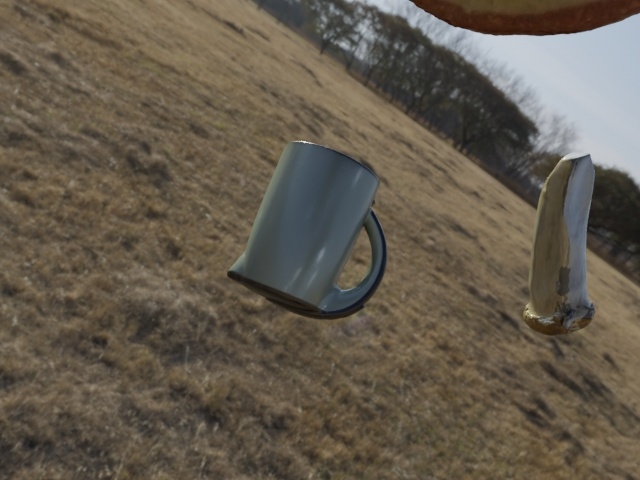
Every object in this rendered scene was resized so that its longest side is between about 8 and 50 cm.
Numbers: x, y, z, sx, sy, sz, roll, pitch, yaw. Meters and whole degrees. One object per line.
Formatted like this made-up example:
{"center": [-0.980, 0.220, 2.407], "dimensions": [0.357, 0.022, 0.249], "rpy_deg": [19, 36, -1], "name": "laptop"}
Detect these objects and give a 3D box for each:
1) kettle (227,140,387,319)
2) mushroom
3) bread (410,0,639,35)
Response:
{"center": [0.000, 0.000, 0.971], "dimensions": [0.221, 0.236, 0.161], "rpy_deg": [23, -10, -2], "name": "kettle"}
{"center": [0.260, 0.007, 0.684], "dimensions": [0.084, 0.209, 0.071], "rpy_deg": [-17, 24, -28], "name": "mushroom"}
{"center": [0.153, -0.249, 0.446], "dimensions": [0.190, 0.244, 0.123], "rpy_deg": [58, 40, -40], "name": "bread"}
